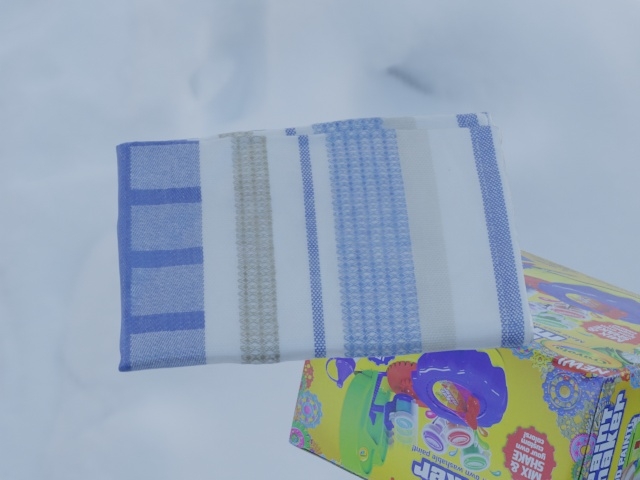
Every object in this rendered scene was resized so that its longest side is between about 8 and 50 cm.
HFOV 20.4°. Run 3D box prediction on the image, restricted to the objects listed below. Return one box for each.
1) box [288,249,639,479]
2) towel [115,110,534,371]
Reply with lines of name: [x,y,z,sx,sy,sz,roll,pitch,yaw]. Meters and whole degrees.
box: [0.180,0.134,1.583,0.279,0.290,0.177,-7,114,-52]
towel: [0.000,0.000,1.245,0.034,0.285,0.209,89,-4,-51]
